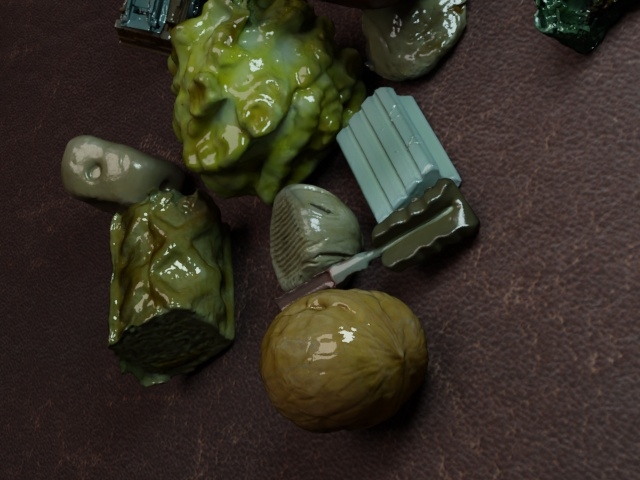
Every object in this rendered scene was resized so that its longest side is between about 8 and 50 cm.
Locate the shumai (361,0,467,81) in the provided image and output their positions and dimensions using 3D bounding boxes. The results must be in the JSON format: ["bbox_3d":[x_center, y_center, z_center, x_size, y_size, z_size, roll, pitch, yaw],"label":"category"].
[{"bbox_3d":[0.112,-0.331,1.644,0.201,0.120,0.201,-30,49,42],"label":"shumai"}]

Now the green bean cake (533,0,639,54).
[{"bbox_3d":[0.347,-0.344,1.360,0.208,0.107,0.193,-20,58,45],"label":"green bean cake"}]

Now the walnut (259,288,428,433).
[{"bbox_3d":[0.029,0.151,1.464,0.221,0.195,0.195,-13,64,48],"label":"walnut"}]

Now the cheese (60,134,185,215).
[{"bbox_3d":[-0.359,-0.107,2.076,0.235,0.218,0.117,160,127,-72],"label":"cheese"}]

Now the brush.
[{"bbox_3d":[0.066,0.021,1.523,0.301,0.071,0.084,-31,87,22],"label":"brush"}]

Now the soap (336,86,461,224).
[{"bbox_3d":[0.104,-0.112,1.595,0.119,0.066,0.198,-49,41,25],"label":"soap"}]

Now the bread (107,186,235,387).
[{"bbox_3d":[-0.241,0.069,1.851,0.238,0.196,0.252,-38,44,34],"label":"bread"}]

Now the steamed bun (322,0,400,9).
[{"bbox_3d":[0.072,-0.486,1.529,0.235,0.248,0.379,21,89,28],"label":"steamed bun"}]

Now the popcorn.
[{"bbox_3d":[-0.096,-0.214,1.729,0.312,0.312,0.312,-26,54,44],"label":"popcorn"}]

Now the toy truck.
[{"bbox_3d":[-0.287,-0.531,2.167,0.184,0.133,0.338,71,-146,-81],"label":"toy truck"}]

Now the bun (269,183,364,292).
[{"bbox_3d":[0.000,0.000,1.636,0.173,0.113,0.167,-150,59,-64],"label":"bun"}]
